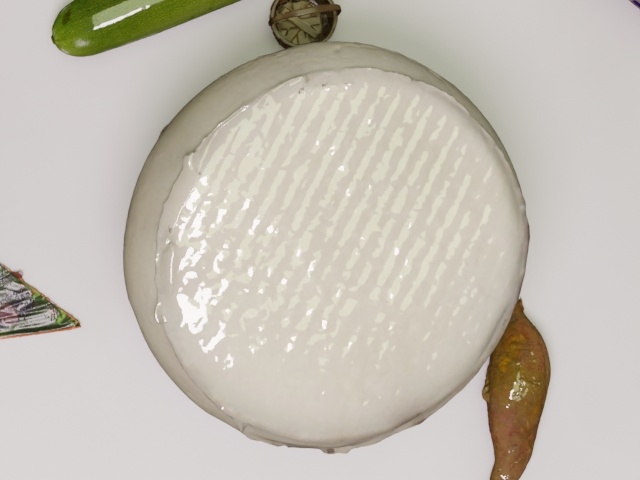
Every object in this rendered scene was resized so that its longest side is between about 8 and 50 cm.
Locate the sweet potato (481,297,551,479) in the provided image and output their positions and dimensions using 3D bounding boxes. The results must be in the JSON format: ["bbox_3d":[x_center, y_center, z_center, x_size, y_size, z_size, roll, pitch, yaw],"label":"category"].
[{"bbox_3d":[0.193,0.170,1.666,0.068,0.068,0.226,5,89,-7],"label":"sweet potato"}]

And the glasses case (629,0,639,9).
[{"bbox_3d":[0.306,-0.292,1.659,0.327,0.125,0.076,40,89,-5],"label":"glasses case"}]

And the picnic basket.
[{"bbox_3d":[-0.016,-0.220,1.637,0.072,0.083,0.072,0,90,-7],"label":"picnic basket"}]

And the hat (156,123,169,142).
[{"bbox_3d":[-0.119,-0.089,1.648,0.087,0.042,0.058,-14,77,26],"label":"hat"}]

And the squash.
[{"bbox_3d":[-0.144,-0.242,1.631,0.252,0.066,0.066,-22,92,-8],"label":"squash"}]

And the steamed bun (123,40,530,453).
[{"bbox_3d":[0.000,0.000,1.551,0.374,0.241,0.374,-2,100,-12],"label":"steamed bun"}]

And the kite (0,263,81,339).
[{"bbox_3d":[-0.396,0.032,1.617,0.321,0.016,0.234,39,84,-5],"label":"kite"}]
